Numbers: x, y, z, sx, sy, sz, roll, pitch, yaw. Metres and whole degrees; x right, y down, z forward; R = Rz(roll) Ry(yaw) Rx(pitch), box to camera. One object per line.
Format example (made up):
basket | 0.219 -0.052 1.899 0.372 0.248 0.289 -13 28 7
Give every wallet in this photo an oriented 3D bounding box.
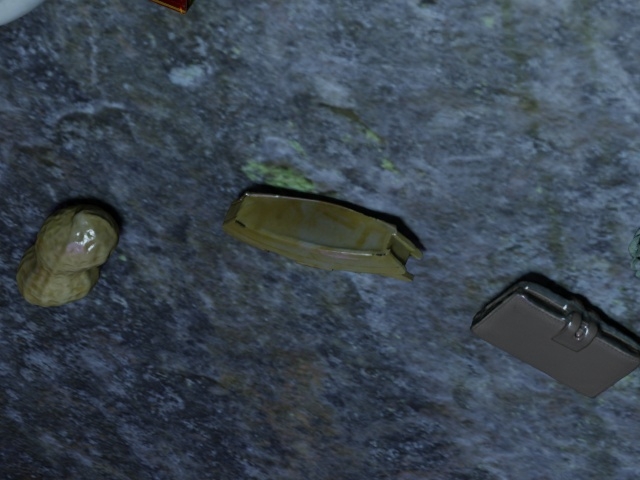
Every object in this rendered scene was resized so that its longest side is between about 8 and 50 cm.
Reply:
wallet | 0.235 0.096 1.725 0.153 0.038 0.118 31 148 -10

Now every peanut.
peanut | -0.280 0.018 1.948 0.089 0.089 0.193 34 146 -8

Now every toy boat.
toy boat | 0.000 0.000 1.747 0.206 0.064 0.072 15 158 18

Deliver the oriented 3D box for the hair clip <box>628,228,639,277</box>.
hair clip | 0.411 0.048 1.492 0.321 0.091 0.138 -4 132 37

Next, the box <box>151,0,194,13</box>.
box | -0.137 -0.244 1.557 0.051 0.023 0.082 23 145 10

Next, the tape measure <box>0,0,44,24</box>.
tape measure | -0.299 -0.320 1.485 0.258 0.130 0.265 45 148 -18
